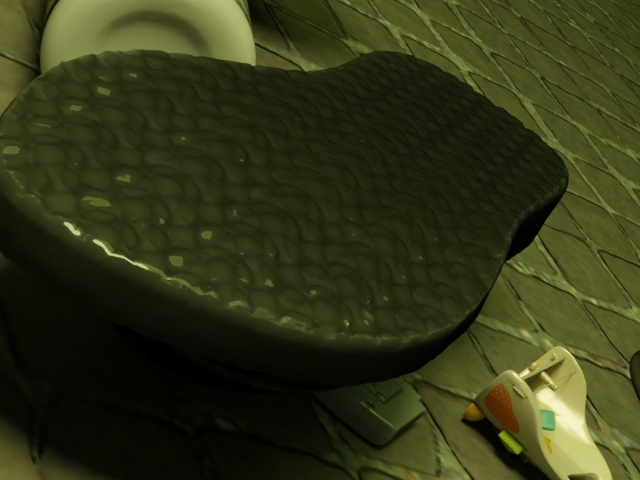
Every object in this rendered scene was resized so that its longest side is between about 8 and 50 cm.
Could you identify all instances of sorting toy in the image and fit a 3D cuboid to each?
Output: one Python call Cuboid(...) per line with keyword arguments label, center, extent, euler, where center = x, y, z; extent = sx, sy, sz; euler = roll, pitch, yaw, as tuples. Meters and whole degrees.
Cuboid(label="sorting toy", center=(0.116, 0.099, 0.770), extent=(0.075, 0.045, 0.083), euler=(53, 24, 13))

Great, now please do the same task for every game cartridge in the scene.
Cuboid(label="game cartridge", center=(0.009, 0.058, 0.708), extent=(0.083, 0.017, 0.056), euler=(44, 18, 12))

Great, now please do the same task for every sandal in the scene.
Cuboid(label="sandal", center=(0.002, 0.001, 0.679), extent=(0.167, 0.107, 0.446), euler=(39, 20, 15))

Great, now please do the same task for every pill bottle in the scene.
Cuboid(label="pill bottle", center=(-0.089, -0.125, 0.792), extent=(0.103, 0.103, 0.184), euler=(30, 23, -22))

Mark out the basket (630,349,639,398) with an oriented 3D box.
Cuboid(label="basket", center=(0.327, 0.059, 0.930), extent=(0.154, 0.227, 0.204), euler=(24, 26, -34))
